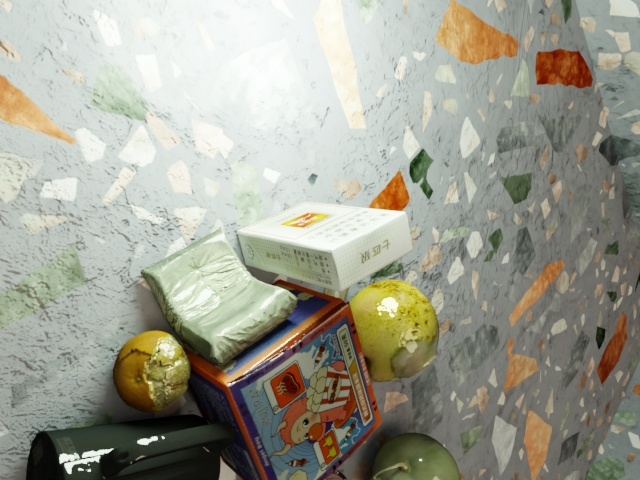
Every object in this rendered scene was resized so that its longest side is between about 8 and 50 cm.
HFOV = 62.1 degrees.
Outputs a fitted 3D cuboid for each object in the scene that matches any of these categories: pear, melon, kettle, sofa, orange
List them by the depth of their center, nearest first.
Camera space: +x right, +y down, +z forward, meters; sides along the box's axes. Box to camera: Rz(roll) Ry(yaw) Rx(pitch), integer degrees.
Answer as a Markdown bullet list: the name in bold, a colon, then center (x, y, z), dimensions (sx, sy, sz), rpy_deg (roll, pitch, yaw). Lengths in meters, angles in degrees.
- **kettle**: center (-0.350, 0.412, 0.992), dimensions (0.308, 0.203, 0.262), rpy_deg (5, 113, -43)
- **orange**: center (-0.323, 0.252, 1.035), dimensions (0.134, 0.157, 0.156), rpy_deg (-60, 150, -79)
- **sofa**: center (-0.198, 0.107, 1.058), dimensions (0.210, 0.225, 0.176), rpy_deg (-31, 120, -29)
- **pear**: center (0.171, 0.238, 1.378), dimensions (0.271, 0.271, 0.271), rpy_deg (-8, 103, -39)
- **melon**: center (0.278, 0.694, 1.544), dimensions (0.272, 0.272, 0.308), rpy_deg (-44, 155, -26)

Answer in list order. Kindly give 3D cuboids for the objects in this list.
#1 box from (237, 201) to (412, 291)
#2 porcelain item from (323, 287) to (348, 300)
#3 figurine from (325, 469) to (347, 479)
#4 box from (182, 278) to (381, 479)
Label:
- **box**: center (0.000, -0.001, 1.134), dimensions (0.210, 0.330, 0.095), rpy_deg (-26, 114, -35)
- **porcelain item**: center (0.022, 0.194, 1.369), dimensions (0.084, 0.054, 0.213), rpy_deg (18, 87, -39)
- **figurine**: center (0.074, 0.765, 1.324), dimensions (0.253, 0.361, 0.211), rpy_deg (36, 85, -34)
- **box**: center (-0.083, 0.324, 1.172), dimensions (0.319, 0.257, 0.348), rpy_deg (-30, 116, -31)
